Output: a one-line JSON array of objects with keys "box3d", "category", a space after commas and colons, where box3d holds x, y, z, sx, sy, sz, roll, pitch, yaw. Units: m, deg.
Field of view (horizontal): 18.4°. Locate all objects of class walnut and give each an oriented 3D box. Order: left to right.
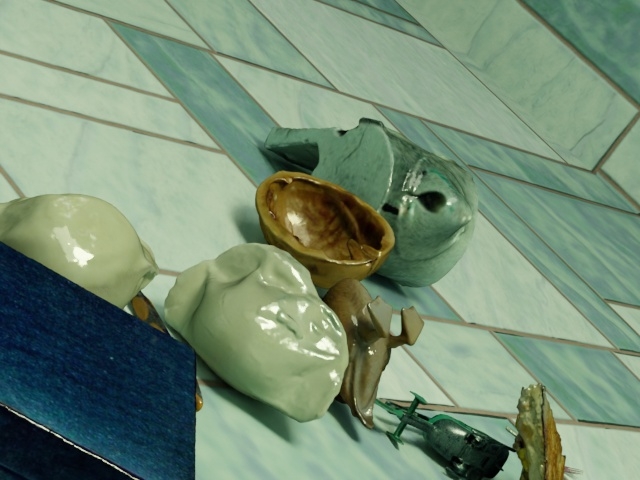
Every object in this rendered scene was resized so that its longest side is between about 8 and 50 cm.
[{"box3d": [-0.001, 0.001, 2.542, 0.167, 0.087, 0.211, -11, 41, -33], "category": "walnut"}]

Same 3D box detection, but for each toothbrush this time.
[{"box3d": [-0.182, 0.082, 2.113, 0.031, 0.023, 0.321, 20, 23, -33], "category": "toothbrush"}]

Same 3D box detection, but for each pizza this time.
[{"box3d": [0.246, 0.247, 2.264, 0.052, 0.195, 0.185, -1, 28, 13], "category": "pizza"}]

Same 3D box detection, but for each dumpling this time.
[{"box3d": [-0.263, 0.017, 1.962, 0.250, 0.132, 0.162, -15, 60, -49], "category": "dumpling"}, {"box3d": [-0.057, 0.093, 2.124, 0.229, 0.151, 0.124, 41, -9, 16], "category": "dumpling"}]

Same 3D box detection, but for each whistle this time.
[{"box3d": [0.070, -0.088, 2.748, 0.168, 0.188, 0.405, 23, 21, -35], "category": "whistle"}]

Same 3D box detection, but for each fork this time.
[{"box3d": [0.286, 0.271, 2.529, 0.115, 0.012, 0.016, 31, 13, 1], "category": "fork"}]

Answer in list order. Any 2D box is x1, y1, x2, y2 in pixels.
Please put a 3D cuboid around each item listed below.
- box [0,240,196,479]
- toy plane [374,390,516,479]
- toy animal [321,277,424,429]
[{"box3d": [-0.243, 0.137, 1.701, 0.261, 0.116, 0.279, 32, 17, -16], "category": "box"}, {"box3d": [0.147, 0.226, 2.304, 0.235, 0.060, 0.096, 27, 12, -37], "category": "toy plane"}, {"box3d": [0.026, 0.133, 2.252, 0.089, 0.179, 0.188, 22, 59, -39], "category": "toy animal"}]
